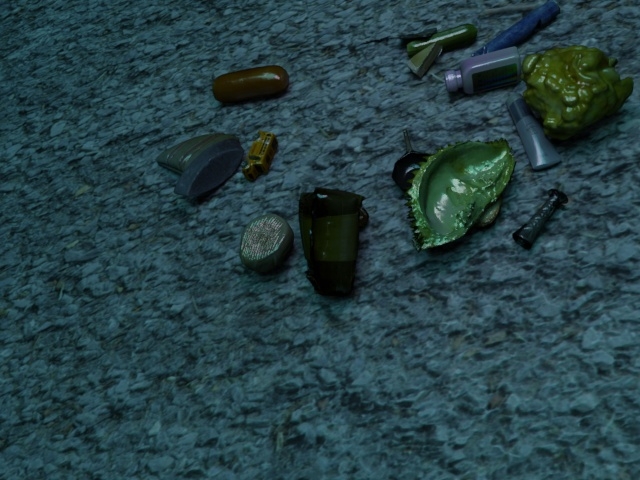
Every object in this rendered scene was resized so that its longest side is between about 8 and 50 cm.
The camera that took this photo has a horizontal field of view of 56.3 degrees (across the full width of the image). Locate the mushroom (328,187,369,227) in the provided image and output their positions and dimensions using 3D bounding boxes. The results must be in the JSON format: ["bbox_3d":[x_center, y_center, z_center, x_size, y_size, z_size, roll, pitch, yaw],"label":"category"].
[{"bbox_3d":[0.068,-0.101,1.744,0.060,0.061,0.187,-44,54,-12],"label":"mushroom"}]

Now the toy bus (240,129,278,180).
[{"bbox_3d":[-0.193,-0.267,1.910,0.074,0.070,0.162,10,65,20],"label":"toy bus"}]

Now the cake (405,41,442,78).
[{"bbox_3d":[0.331,-0.582,1.897,0.121,0.052,0.065,-51,52,9],"label":"cake"}]

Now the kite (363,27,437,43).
[{"bbox_3d":[0.264,-0.673,1.973,0.245,0.015,0.141,1,26,24],"label":"kite"}]

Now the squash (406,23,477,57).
[{"bbox_3d":[0.389,-0.639,1.918,0.228,0.066,0.066,-13,60,11],"label":"squash"}]

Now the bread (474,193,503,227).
[{"bbox_3d":[0.433,-0.090,1.624,0.126,0.044,0.129,13,67,38],"label":"bread"}]

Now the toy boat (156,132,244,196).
[{"bbox_3d":[-0.391,-0.277,1.964,0.276,0.111,0.293,-31,48,-8],"label":"toy boat"}]

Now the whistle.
[{"bbox_3d":[0.601,-0.636,1.851,0.304,0.062,0.062,-36,58,-2],"label":"whistle"}]

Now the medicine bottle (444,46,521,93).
[{"bbox_3d":[0.482,-0.498,1.783,0.219,0.115,0.078,-11,61,13],"label":"medicine bottle"}]

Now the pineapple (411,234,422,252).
[{"bbox_3d":[0.278,-0.010,1.647,0.045,0.019,0.083,38,82,27],"label":"pineapple"}]

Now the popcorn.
[{"bbox_3d":[0.672,-0.418,1.613,0.241,0.235,0.250,-21,69,-29],"label":"popcorn"}]

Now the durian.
[{"bbox_3d":[0.360,-0.148,1.586,0.394,0.163,0.198,-40,38,-11],"label":"durian"}]

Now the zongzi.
[{"bbox_3d":[0.000,0.000,1.699,0.154,0.317,0.290,4,92,-20],"label":"zongzi"}]

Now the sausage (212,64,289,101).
[{"bbox_3d":[-0.240,-0.537,2.051,0.274,0.105,0.105,-6,61,16],"label":"sausage"}]

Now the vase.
[{"bbox_3d":[0.571,-0.058,1.553,0.059,0.059,0.167,37,79,30],"label":"vase"}]

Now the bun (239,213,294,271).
[{"bbox_3d":[-0.151,0.016,1.721,0.173,0.113,0.166,-42,51,-5],"label":"bun"}]

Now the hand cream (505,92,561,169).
[{"bbox_3d":[0.594,-0.309,1.688,0.079,0.048,0.255,-20,62,10],"label":"hand cream"}]

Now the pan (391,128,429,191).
[{"bbox_3d":[0.284,-0.224,1.741,0.128,0.048,0.202,8,68,21],"label":"pan"}]
